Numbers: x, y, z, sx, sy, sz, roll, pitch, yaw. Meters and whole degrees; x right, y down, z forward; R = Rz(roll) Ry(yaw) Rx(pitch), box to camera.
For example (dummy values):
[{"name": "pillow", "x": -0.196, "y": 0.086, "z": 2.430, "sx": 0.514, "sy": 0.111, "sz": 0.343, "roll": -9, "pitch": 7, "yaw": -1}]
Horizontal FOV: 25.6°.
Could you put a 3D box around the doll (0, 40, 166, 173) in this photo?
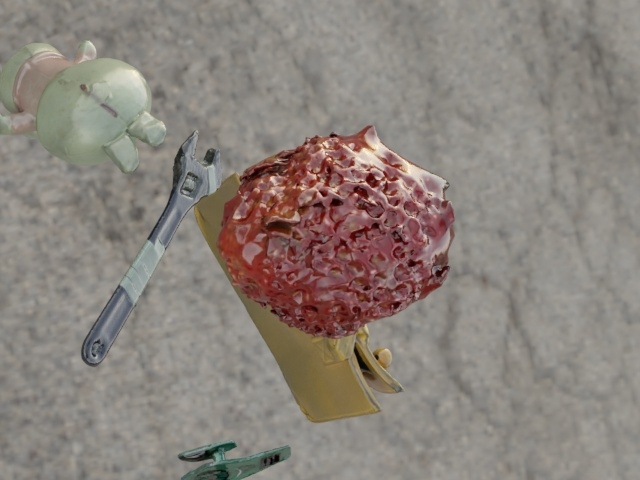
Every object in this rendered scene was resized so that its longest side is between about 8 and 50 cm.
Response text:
[{"name": "doll", "x": -0.283, "y": -0.156, "z": 1.599, "sx": 0.155, "sy": 0.275, "sz": 0.113, "roll": -45, "pitch": 128, "yaw": -17}]

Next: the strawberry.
[{"name": "strawberry", "x": 0.000, "y": 0.000, "z": 1.173, "sx": 0.187, "sy": 0.184, "sz": 0.201, "roll": 40, "pitch": 29, "yaw": 27}]

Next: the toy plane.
[{"name": "toy plane", "x": -0.072, "y": 0.273, "z": 1.354, "sx": 0.382, "sy": 0.155, "sz": 0.106, "roll": 70, "pitch": 4, "yaw": -61}]

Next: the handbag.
[{"name": "handbag", "x": -0.026, "y": 0.073, "z": 2.084, "sx": 0.133, "sy": 0.283, "sz": 0.401, "roll": -29, "pitch": 92, "yaw": -15}]

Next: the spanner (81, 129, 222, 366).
[{"name": "spanner", "x": -0.194, "y": 0.007, "z": 1.605, "sx": 0.316, "sy": 0.024, "sz": 0.087, "roll": -62, "pitch": 150, "yaw": -28}]
